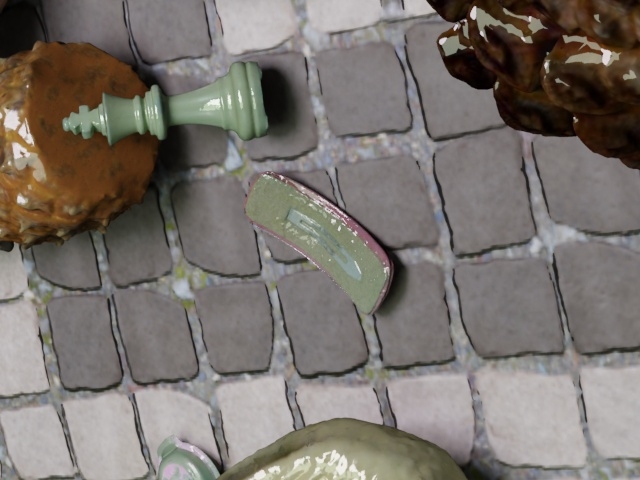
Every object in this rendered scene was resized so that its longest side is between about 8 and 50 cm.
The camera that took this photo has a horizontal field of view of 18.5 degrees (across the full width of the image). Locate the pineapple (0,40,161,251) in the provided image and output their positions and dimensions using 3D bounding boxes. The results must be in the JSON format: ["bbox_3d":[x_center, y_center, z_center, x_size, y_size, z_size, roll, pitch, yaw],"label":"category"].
[{"bbox_3d":[-0.248,-0.053,1.566,0.279,0.158,0.157,-24,88,50],"label":"pineapple"}]

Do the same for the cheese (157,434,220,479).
[{"bbox_3d":[-0.095,0.211,1.585,0.067,0.026,0.120,-41,78,37],"label":"cheese"}]

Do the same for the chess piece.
[{"bbox_3d":[-0.114,-0.093,1.443,0.149,0.059,0.059,-10,100,-4],"label":"chess piece"}]

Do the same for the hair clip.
[{"bbox_3d":[0.001,0.000,1.458,0.137,0.022,0.054,38,123,22],"label":"hair clip"}]

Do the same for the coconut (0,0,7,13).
[{"bbox_3d":[-0.354,-0.215,1.532,0.259,0.259,0.259,11,109,34],"label":"coconut"}]

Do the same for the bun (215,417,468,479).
[{"bbox_3d":[0.019,0.233,1.429,0.244,0.153,0.243,3,96,24],"label":"bun"}]

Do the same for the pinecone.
[{"bbox_3d":[0.189,-0.194,1.130,0.296,0.242,0.298,22,117,40],"label":"pinecone"}]
